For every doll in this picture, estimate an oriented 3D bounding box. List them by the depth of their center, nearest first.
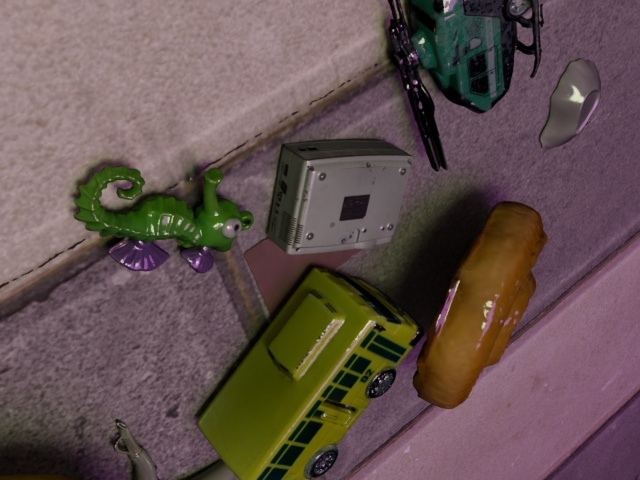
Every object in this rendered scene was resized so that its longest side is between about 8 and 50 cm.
[{"bbox_3d":[-0.141,-0.023,0.697,0.190,0.050,0.115,6,118,-43],"label":"doll"}]

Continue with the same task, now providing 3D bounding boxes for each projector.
[{"bbox_3d":[0.024,-0.047,0.813,0.147,0.061,0.115,-7,122,-35],"label":"projector"}]

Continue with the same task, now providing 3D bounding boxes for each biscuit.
[{"bbox_3d":[0.219,0.090,0.988,0.296,0.102,0.296,-55,160,-30],"label":"biscuit"}]

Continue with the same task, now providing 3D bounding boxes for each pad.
[{"bbox_3d":[0.000,0.000,0.877,0.188,0.006,0.113,-35,138,-16],"label":"pad"}]

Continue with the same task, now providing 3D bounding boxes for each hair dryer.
[{"bbox_3d":[-0.177,0.277,0.897,0.167,0.067,0.199,-17,115,-46],"label":"hair dryer"}]

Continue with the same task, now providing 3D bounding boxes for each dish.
[{"bbox_3d":[0.364,-0.186,1.050,0.091,0.039,0.137,3,115,-44],"label":"dish"}]

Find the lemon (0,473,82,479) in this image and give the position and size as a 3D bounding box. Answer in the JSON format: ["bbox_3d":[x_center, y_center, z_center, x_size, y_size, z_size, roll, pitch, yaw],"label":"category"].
[{"bbox_3d":[-0.267,0.381,0.667,0.348,0.348,0.348,-24,132,-29],"label":"lemon"}]

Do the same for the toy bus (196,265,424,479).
[{"bbox_3d":[-0.013,0.164,0.886,0.262,0.128,0.150,-53,142,4],"label":"toy bus"}]

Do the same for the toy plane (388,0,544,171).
[{"bbox_3d":[0.132,-0.242,0.756,0.155,0.106,0.381,-31,142,-6],"label":"toy plane"}]
